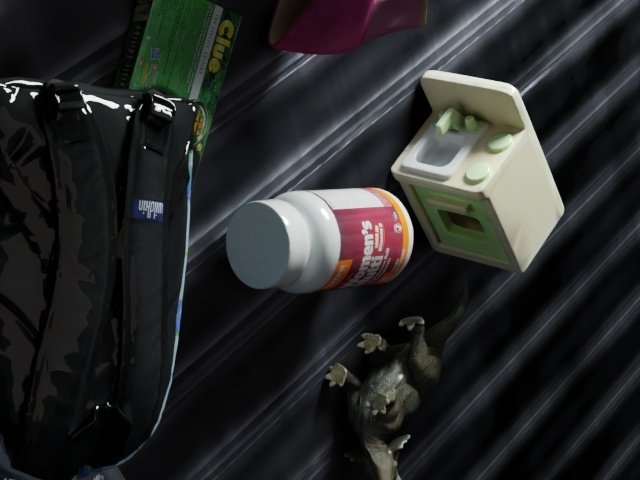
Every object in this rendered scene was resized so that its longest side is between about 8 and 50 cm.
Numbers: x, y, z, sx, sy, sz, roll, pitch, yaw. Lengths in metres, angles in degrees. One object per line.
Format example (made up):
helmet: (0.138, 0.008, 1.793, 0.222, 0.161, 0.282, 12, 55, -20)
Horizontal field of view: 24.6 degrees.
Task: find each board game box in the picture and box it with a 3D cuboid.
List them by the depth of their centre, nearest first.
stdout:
board game box: (-0.169, -0.136, 1.561, 0.136, 0.030, 0.260, 18, 87, -49)

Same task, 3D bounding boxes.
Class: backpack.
backpack: (-0.256, 0.049, 1.367, 0.290, 0.273, 0.356, -4, 83, -52)

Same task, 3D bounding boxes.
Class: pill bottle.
pill bottle: (0.000, 0.000, 1.732, 0.221, 0.121, 0.121, -5, 105, -50)

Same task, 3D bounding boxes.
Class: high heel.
high heel: (0.018, -0.356, 1.562, 0.181, 0.127, 0.377, -14, 131, -7)

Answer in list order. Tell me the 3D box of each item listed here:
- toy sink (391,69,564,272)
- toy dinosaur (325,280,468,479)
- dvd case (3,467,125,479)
toy sink: (0.196, -0.086, 1.917, 0.131, 0.152, 0.234, -53, 137, -25)
toy dinosaur: (0.099, 0.187, 1.941, 0.314, 0.121, 0.160, -64, 152, -21)
dvd case: (-0.298, 0.323, 1.550, 0.239, 0.029, 0.179, -48, 134, -29)
